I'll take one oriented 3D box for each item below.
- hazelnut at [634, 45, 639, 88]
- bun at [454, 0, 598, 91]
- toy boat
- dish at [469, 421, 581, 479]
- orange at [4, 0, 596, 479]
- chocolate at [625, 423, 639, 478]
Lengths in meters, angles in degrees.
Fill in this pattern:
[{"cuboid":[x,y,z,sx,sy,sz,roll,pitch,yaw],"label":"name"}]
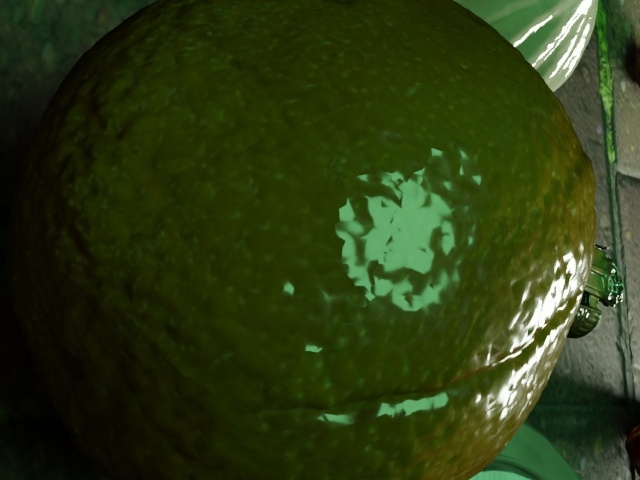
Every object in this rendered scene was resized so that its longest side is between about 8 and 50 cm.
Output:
[{"cuboid":[0.379,-0.191,1.361,0.086,0.086,0.086,13,73,-45],"label":"hazelnut"},{"cuboid":[0.171,-0.246,1.076,0.263,0.175,0.263,15,69,-44],"label":"bun"},{"cuboid":[0.189,0.031,1.111,0.226,0.068,0.088,19,74,-44],"label":"toy boat"},{"cuboid":[0.092,0.229,0.853,0.303,0.120,0.303,7,70,-20],"label":"dish"},{"cuboid":[0.000,0.000,0.731,0.357,0.322,0.322,-29,103,-43],"label":"orange"},{"cuboid":[0.422,0.238,1.167,0.108,0.235,0.237,-14,75,-36],"label":"chocolate"}]
